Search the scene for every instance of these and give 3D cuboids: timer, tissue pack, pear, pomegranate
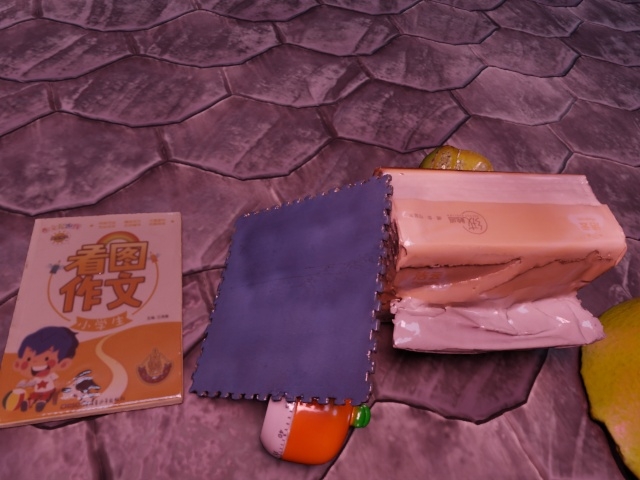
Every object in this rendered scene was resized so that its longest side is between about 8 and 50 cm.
[{"bbox_3d":[-0.001,0.193,0.521,0.136,0.099,0.136,1,64,-2],"label":"timer"},{"bbox_3d":[0.210,0.045,0.604,0.305,0.238,0.239,0,54,-12],"label":"tissue pack"},{"bbox_3d":[0.574,0.203,0.584,0.398,0.165,0.399,5,53,-7],"label":"pear"},{"bbox_3d":[0.238,-0.084,0.757,0.169,0.122,0.143,3,72,-2],"label":"pomegranate"}]

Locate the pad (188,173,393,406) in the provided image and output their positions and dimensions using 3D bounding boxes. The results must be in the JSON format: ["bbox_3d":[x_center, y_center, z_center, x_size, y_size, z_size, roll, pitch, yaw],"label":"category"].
[{"bbox_3d":[-0.039,0.056,0.537,0.269,0.012,0.269,-10,56,36],"label":"pad"}]

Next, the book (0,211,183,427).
[{"bbox_3d":[-0.292,0.083,0.598,0.207,0.020,0.295,-4,54,-13],"label":"book"}]
